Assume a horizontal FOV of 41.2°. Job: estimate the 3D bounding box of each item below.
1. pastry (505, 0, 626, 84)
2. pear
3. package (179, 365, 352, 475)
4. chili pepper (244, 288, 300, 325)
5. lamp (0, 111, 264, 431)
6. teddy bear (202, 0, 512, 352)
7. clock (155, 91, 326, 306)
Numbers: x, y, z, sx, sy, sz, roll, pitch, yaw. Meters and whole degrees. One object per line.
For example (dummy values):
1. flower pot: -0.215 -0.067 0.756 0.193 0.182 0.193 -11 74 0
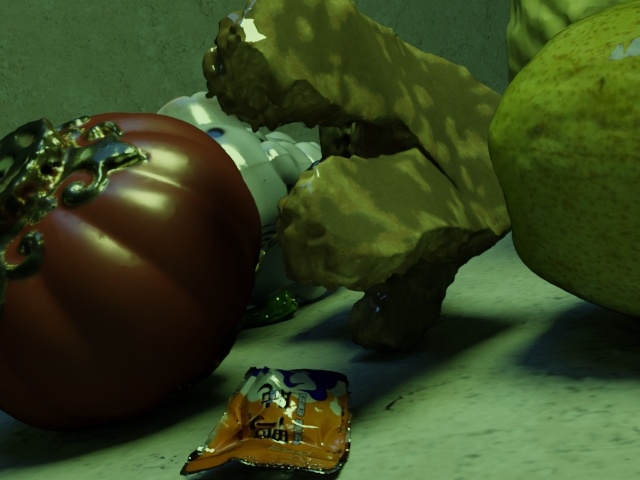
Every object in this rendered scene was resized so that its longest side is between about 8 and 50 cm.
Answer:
1. pastry: 0.369 -0.205 0.807 0.389 0.388 0.312 -10 43 18
2. pear: 0.218 -0.045 0.479 0.211 0.188 0.229 12 12 35
3. package: -0.022 0.092 0.435 0.077 0.033 0.110 11 22 4
4. chili pepper: -0.063 0.068 0.804 0.091 0.034 0.030 -12 -28 12
5. lamp: -0.150 0.013 0.567 0.227 0.226 0.227 -12 6 1
6. teddy bear: 0.019 -0.040 0.594 0.296 0.246 0.223 -6 -17 -45
7. clock: -0.073 -0.035 0.777 0.189 0.188 0.254 -11 -12 11
